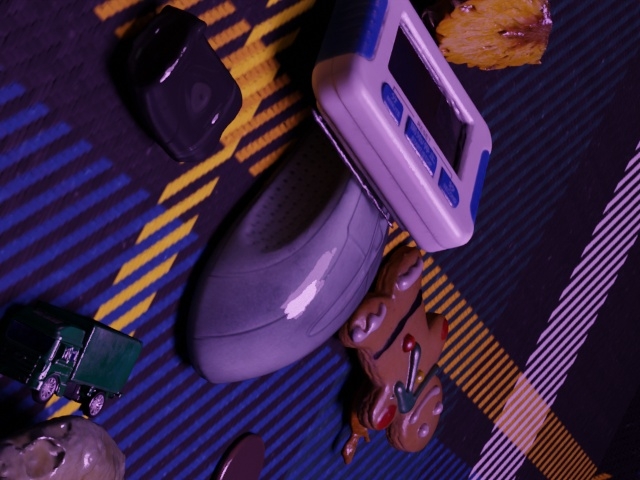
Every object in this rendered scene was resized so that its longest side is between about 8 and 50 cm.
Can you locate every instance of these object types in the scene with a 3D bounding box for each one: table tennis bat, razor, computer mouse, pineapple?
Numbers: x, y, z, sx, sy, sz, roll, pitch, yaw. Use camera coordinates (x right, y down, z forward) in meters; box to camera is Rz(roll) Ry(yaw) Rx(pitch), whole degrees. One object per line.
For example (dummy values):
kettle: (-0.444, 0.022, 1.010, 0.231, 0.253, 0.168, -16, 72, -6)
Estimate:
table tennis bat: (-0.062, 0.316, 1.924, 0.107, 0.119, 0.170, -5, 115, -64)
razor: (-0.119, -0.130, 1.433, 0.090, 0.054, 0.148, -59, 156, -15)
computer mouse: (0.000, 0.000, 1.753, 0.371, 0.122, 0.188, -58, 157, -26)
pineapple: (0.171, -0.287, 1.880, 0.250, 0.139, 0.164, 62, 13, -80)

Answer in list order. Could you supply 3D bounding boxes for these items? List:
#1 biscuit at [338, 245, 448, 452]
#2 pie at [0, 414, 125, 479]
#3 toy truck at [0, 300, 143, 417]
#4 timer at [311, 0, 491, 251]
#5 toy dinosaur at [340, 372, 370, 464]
biscuit: (0.108, 0.153, 2.150, 0.197, 0.049, 0.301, -48, 140, -33)
pie: (-0.278, 0.262, 1.429, 0.306, 0.071, 0.306, -39, 153, -24)
toy truck: (-0.217, 0.100, 1.439, 0.079, 0.065, 0.147, -67, 158, -2)
timer: (0.079, -0.124, 1.698, 0.253, 0.078, 0.178, 54, 36, -33)
toy dinosaur: (0.054, 0.198, 2.163, 0.126, 0.039, 0.162, -51, 148, -26)
